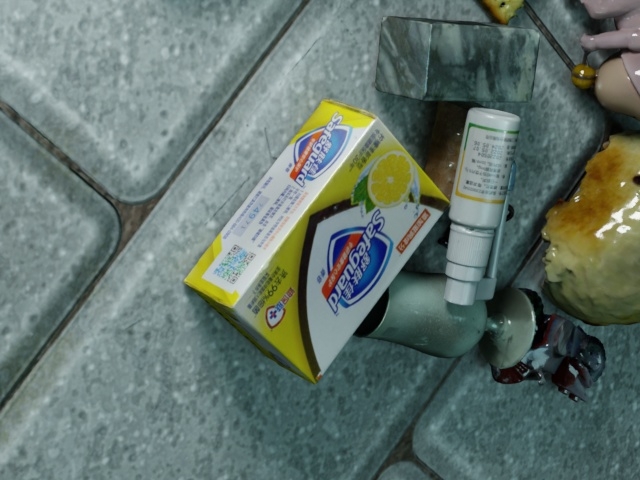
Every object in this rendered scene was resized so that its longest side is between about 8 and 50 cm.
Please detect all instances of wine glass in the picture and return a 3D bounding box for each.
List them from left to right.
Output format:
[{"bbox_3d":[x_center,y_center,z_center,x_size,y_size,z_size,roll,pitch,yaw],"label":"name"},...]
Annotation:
[{"bbox_3d":[0.139,0.087,1.834,0.231,0.103,0.103,13,97,-37],"label":"wine glass"}]

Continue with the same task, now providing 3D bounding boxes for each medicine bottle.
[{"bbox_3d":[0.186,-0.037,1.760,0.092,0.061,0.221,-2,106,-47],"label":"medicine bottle"}]

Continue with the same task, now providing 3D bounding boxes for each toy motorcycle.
[{"bbox_3d":[0.289,0.149,1.983,0.213,0.082,0.122,33,83,-39],"label":"toy motorcycle"}]

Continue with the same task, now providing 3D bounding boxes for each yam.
[{"bbox_3d":[0.161,-0.098,1.804,0.084,0.084,0.127,4,105,-38],"label":"yam"}]

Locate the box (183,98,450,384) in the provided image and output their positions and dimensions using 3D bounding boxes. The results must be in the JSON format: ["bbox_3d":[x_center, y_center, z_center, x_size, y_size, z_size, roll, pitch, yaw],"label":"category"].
[{"bbox_3d":[0.000,0.000,1.701,0.265,0.097,0.168,-51,128,-12],"label":"box"}]

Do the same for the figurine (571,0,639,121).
[{"bbox_3d":[0.399,-0.244,1.914,0.287,0.186,0.176,59,27,-14],"label":"figurine"}]

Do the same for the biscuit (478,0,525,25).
[{"bbox_3d":[0.244,-0.372,1.813,0.139,0.016,0.231,42,79,-38],"label":"biscuit"}]

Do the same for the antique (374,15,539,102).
[{"bbox_3d":[0.161,-0.204,1.758,0.183,0.088,0.086,-3,104,-37],"label":"antique"}]

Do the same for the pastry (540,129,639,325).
[{"bbox_3d":[0.418,0.010,1.981,0.256,0.170,0.237,-50,126,-7],"label":"pastry"}]

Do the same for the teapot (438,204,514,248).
[{"bbox_3d":[0.185,-0.017,1.854,0.100,0.068,0.045,-33,131,26],"label":"teapot"}]
